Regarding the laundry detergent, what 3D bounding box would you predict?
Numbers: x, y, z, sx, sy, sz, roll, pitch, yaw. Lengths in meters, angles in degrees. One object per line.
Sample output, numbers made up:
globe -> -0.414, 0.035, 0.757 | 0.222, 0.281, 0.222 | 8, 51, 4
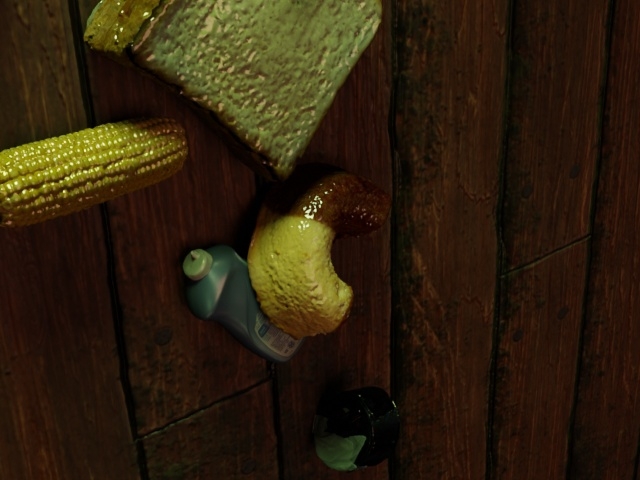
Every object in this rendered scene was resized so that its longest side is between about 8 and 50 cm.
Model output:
laundry detergent -> -0.092, 0.068, 1.328 | 0.096, 0.061, 0.206 | -55, 134, -5

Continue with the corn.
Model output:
corn -> -0.238, -0.070, 1.122 | 0.238, 0.080, 0.080 | -20, 124, -30

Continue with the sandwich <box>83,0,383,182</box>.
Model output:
sandwich -> -0.074, -0.230, 1.164 | 0.249, 0.095, 0.273 | -56, 136, -2

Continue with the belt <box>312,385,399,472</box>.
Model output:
belt -> 0.048, 0.252, 1.500 | 0.058, 0.105, 0.140 | 0, 156, -40

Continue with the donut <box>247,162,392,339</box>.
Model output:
donut -> -0.001, 0.002, 1.313 | 0.141, 0.085, 0.217 | 32, 70, -40
